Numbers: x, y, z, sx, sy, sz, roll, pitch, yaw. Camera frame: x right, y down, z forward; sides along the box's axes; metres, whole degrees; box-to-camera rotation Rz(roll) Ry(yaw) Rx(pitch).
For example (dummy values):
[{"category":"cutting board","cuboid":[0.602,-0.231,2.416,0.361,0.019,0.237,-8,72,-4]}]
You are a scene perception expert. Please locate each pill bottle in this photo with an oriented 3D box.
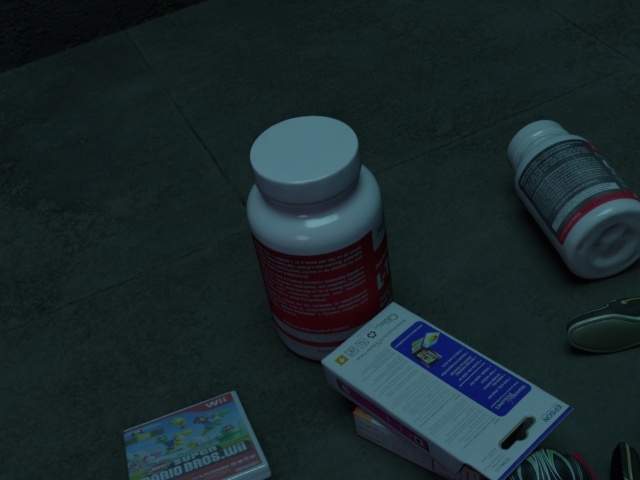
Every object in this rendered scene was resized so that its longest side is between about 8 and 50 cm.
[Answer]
[{"category":"pill bottle","cuboid":[0.480,-0.091,1.684,0.176,0.176,0.318,-16,44,-6]},{"category":"pill bottle","cuboid":[0.000,0.000,1.510,0.229,0.407,0.229,-5,44,5]}]

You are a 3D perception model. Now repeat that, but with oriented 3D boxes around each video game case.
[{"category":"video game case","cuboid":[-0.203,0.333,1.385,0.204,0.025,0.285,-19,17,-11]}]

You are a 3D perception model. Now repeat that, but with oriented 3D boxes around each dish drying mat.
[{"category":"dish drying mat","cuboid":[0.404,0.363,1.344,0.032,0.008,0.083,-21,45,-10]}]

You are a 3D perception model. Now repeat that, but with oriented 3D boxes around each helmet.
[{"category":"helmet","cuboid":[0.318,0.374,1.249,0.169,0.169,0.161,-9,60,1]}]

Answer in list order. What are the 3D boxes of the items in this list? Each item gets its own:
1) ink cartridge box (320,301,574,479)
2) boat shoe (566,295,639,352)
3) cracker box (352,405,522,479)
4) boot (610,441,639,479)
[{"category":"ink cartridge box","cuboid":[0.187,0.237,1.367,0.176,0.069,0.371,-36,42,-25]},{"category":"boat shoe","cuboid":[0.528,0.137,1.511,0.228,0.081,0.068,-7,35,-1]},{"category":"cracker box","cuboid":[0.191,0.286,1.422,0.232,0.067,0.156,21,51,28]},{"category":"boot","cuboid":[0.499,0.389,1.262,0.137,0.077,0.198,-1,57,3]}]
